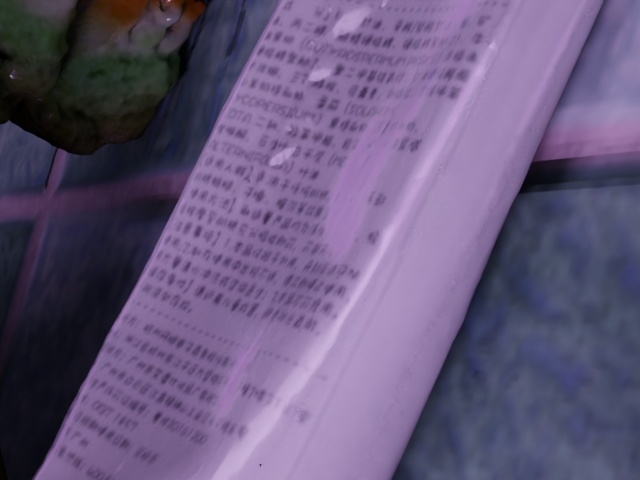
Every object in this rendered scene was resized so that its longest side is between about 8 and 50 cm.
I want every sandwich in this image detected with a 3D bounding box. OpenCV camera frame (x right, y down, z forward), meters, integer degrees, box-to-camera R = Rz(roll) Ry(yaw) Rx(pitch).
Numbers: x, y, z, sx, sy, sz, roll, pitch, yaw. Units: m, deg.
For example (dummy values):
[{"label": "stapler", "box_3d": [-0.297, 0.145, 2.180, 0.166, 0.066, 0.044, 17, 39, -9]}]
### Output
[{"label": "sandwich", "box_3d": [-0.089, -0.166, 0.594, 0.212, 0.109, 0.292, -56, 35, 8]}]

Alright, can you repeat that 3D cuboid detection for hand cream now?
[{"label": "hand cream", "box_3d": [0.000, 0.000, 0.399, 0.121, 0.076, 0.336, 16, 79, 54]}]

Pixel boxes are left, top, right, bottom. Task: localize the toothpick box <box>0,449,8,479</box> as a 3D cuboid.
[{"label": "toothpick box", "box_3d": [-0.286, 0.114, 0.448, 0.425, 0.409, 0.409, -56, 32, 30]}]
